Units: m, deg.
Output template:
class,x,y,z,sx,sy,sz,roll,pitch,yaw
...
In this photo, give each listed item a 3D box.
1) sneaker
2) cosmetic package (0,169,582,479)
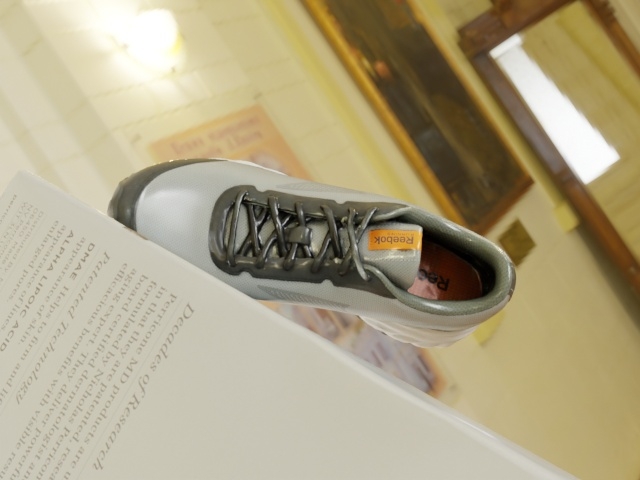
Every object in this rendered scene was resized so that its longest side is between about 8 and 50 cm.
class,x,y,z,sx,sy,sz,roll,pitch,yaw
sneaker,0.000,0.000,0.686,0.271,0.100,0.108,12,-14,-14
cosmetic package,-0.012,0.120,0.469,0.385,0.217,0.156,23,82,45
